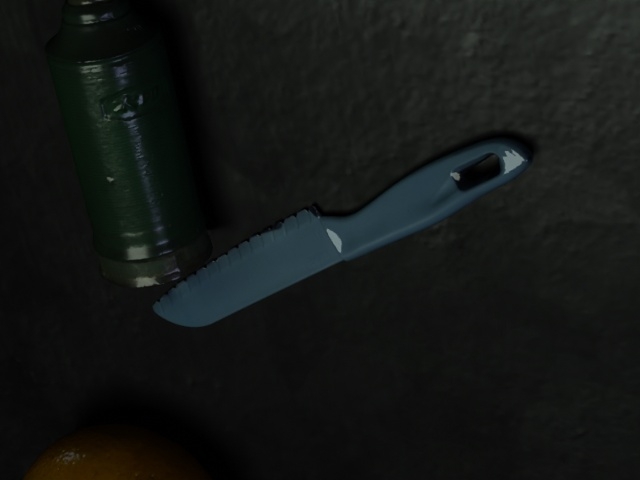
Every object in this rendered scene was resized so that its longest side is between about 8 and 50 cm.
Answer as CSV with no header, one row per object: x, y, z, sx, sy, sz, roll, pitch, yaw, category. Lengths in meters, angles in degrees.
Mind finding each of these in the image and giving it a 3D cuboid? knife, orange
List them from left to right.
-0.144,0.207,1.037,0.156,0.124,0.156,11,126,15,orange
0.000,0.000,0.894,0.313,0.019,0.044,-27,100,38,knife

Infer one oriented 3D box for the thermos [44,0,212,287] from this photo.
-0.117,-0.071,0.873,0.073,0.083,0.187,-7,119,5,thermos
